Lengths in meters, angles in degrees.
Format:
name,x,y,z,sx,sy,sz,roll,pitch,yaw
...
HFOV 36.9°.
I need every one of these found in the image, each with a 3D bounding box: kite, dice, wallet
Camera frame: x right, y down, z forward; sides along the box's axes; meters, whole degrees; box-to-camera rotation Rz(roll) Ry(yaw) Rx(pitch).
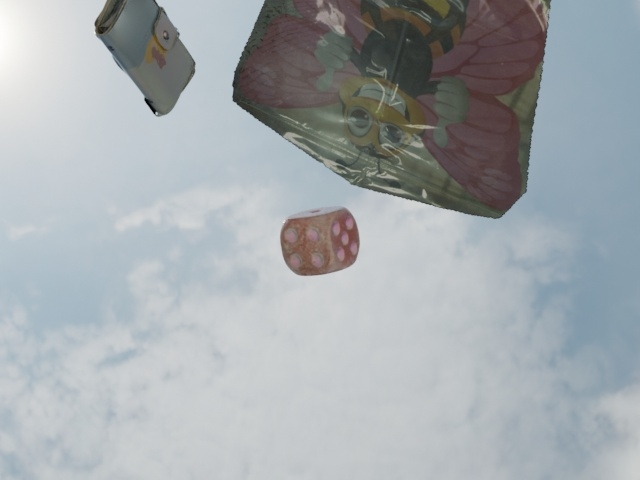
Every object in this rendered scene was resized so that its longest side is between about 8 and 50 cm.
name,x,y,z,sx,sy,sz,roll,pitch,yaw
kite,0.055,-0.163,0.514,0.204,0.360,0.022,23,-137,11
dice,0.000,0.000,1.448,0.093,0.091,0.094,-4,-170,35
wallet,-0.333,-0.366,1.822,0.069,0.231,0.170,1,-126,30
